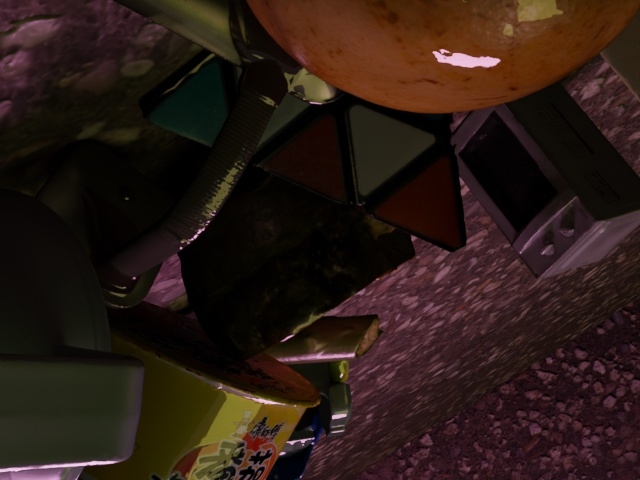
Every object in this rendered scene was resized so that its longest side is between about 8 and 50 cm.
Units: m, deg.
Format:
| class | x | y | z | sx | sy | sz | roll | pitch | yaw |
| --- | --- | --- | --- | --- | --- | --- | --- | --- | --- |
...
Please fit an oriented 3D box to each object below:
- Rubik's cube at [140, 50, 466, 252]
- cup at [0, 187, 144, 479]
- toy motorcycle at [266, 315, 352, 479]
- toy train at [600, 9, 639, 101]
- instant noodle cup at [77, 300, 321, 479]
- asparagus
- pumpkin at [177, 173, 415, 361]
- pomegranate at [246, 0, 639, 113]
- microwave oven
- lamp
| class | x | y | z | sx | sy | sz | roll | pitch | yaw |
| --- | --- | --- | --- | --- | --- | --- | --- | --- | --- |
| Rubik's cube | 0.052 | -0.178 | 0.803 | 0.234 | 0.284 | 0.250 | -69 | 169 | 24 |
| cup | -0.303 | 0.088 | 0.540 | 0.257 | 0.331 | 0.311 | -57 | 151 | 10 |
| toy motorcycle | -0.064 | 0.235 | 1.323 | 0.191 | 0.200 | 0.326 | -6 | 159 | -8 |
| toy train | 0.336 | -0.280 | 0.729 | 0.160 | 0.253 | 0.397 | -17 | 154 | -38 |
| instant noodle cup | -0.153 | 0.187 | 0.901 | 0.264 | 0.264 | 0.200 | 22 | 91 | -64 |
| asparagus | -0.063 | 0.125 | 1.138 | 0.277 | 0.060 | 0.067 | -4 | -179 | 8 |
| pumpkin | 0.000 | 0.000 | 0.929 | 0.221 | 0.139 | 0.317 | -34 | 174 | 18 |
| pomegranate | 0.067 | -0.194 | 0.533 | 0.264 | 0.264 | 0.264 | -28 | 158 | -12 |
| microwave oven | 0.275 | -0.075 | 1.140 | 0.162 | 0.208 | 0.122 | -12 | 151 | -42 |
| lamp | -0.138 | -0.079 | 0.669 | 0.283 | 0.203 | 0.125 | -37 | -154 | 41 |
